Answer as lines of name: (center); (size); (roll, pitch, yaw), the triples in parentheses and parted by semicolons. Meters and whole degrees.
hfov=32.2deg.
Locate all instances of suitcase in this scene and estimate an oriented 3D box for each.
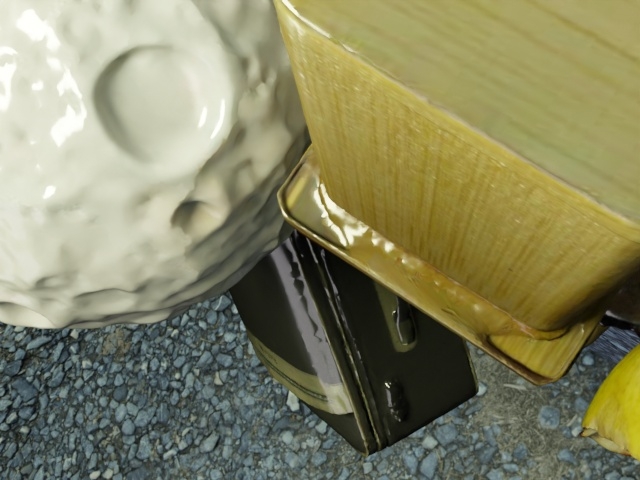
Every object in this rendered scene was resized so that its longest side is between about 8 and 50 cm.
suitcase: (0.000, 0.000, 1.127); (0.283, 0.194, 0.434); (31, 145, 60)

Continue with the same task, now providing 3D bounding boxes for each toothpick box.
toothpick box: (0.089, -0.067, 0.474); (0.187, 0.190, 0.308); (34, 175, 9)

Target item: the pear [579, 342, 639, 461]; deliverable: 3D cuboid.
pear: (0.391, 0.149, 0.846); (0.340, 0.191, 0.386); (29, 179, -20)

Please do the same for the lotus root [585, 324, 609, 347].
lotus root: (0.223, 0.037, 1.135); (0.182, 0.183, 0.310); (32, 174, -2)

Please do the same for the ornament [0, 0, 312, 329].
ornament: (-0.156, -0.100, 0.716); (0.337, 0.337, 0.337); (32, 178, 1)

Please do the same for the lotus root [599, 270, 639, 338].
lotus root: (0.176, -0.035, 0.662); (0.329, 0.167, 0.078); (21, 139, 14)
